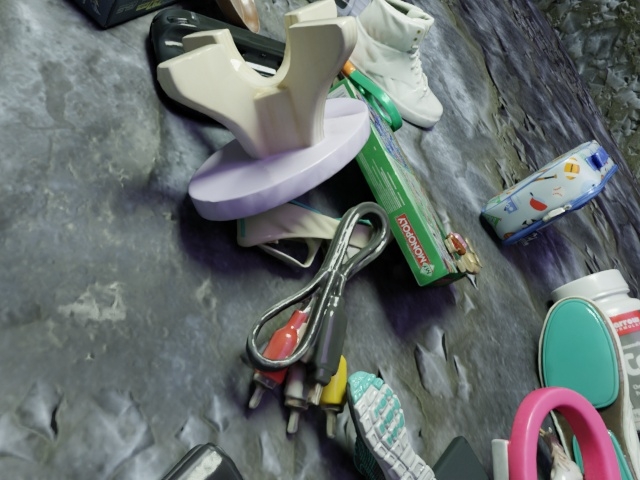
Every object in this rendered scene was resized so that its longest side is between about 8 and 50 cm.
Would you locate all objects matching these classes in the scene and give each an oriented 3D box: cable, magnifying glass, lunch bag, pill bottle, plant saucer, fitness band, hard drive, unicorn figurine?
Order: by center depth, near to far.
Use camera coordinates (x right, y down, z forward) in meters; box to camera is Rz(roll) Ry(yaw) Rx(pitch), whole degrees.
[{"bbox_3d":[-0.004,0.066,0.543,0.139,0.072,0.287,29,56,-19],"label":"cable"},{"bbox_3d":[0.169,0.322,0.581,0.135,0.022,0.094,-22,79,-47],"label":"hard drive"},{"bbox_3d":[0.325,0.346,0.622,0.208,0.054,0.291,11,69,-25],"label":"fitness band"},{"bbox_3d":[0.360,0.362,0.695,0.111,0.060,0.162,49,41,-6],"label":"unicorn figurine"},{"bbox_3d":[-0.144,-0.400,0.728,0.168,0.029,0.169,-19,90,-76],"label":"plant saucer"},{"bbox_3d":[0.077,-0.299,0.896,0.231,0.026,0.092,51,-1,12],"label":"magnifying glass"},{"bbox_3d":[0.575,0.211,0.912,0.161,0.161,0.283,5,60,-39],"label":"pill bottle"},{"bbox_3d":[0.492,-0.105,0.992,0.303,0.243,0.115,-27,82,-48],"label":"lunch bag"}]

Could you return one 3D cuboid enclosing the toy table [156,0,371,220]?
[{"bbox_3d":[-0.055,-0.163,0.547,0.274,0.252,0.161,-52,138,-43],"label":"toy table"}]

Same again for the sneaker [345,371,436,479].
[{"bbox_3d":[0.058,0.223,0.507,0.065,0.076,0.167,-24,90,-46],"label":"sneaker"}]

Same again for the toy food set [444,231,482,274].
[{"bbox_3d":[0.218,0.020,0.735,0.122,0.019,0.078,9,54,-57],"label":"toy food set"}]

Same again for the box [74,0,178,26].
[{"bbox_3d":[-0.286,-0.409,0.650,0.183,0.059,0.233,42,42,-11],"label":"box"}]

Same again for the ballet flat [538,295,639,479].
[{"bbox_3d":[0.468,0.299,0.796,0.139,0.139,0.401,17,59,-33],"label":"ballet flat"}]

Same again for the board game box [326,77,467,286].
[{"bbox_3d":[0.127,-0.079,0.742,0.213,0.046,0.318,13,50,-66],"label":"board game box"}]

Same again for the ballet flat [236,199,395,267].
[{"bbox_3d":[0.000,0.000,0.623,0.248,0.086,0.086,13,55,-34],"label":"ballet flat"}]

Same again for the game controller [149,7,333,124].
[{"bbox_3d":[-0.095,-0.241,0.716,0.319,0.067,0.167,-1,78,-41],"label":"game controller"}]

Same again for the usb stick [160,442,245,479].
[{"bbox_3d":[-0.154,0.259,0.324,0.278,0.045,0.077,-36,96,-48],"label":"usb stick"}]

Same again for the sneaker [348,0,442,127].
[{"bbox_3d":[0.183,-0.361,0.953,0.292,0.169,0.108,29,45,-25],"label":"sneaker"}]

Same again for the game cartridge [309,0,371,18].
[{"bbox_3d":[-0.021,-0.614,1.028,0.355,0.068,0.230,33,41,-20],"label":"game cartridge"}]
